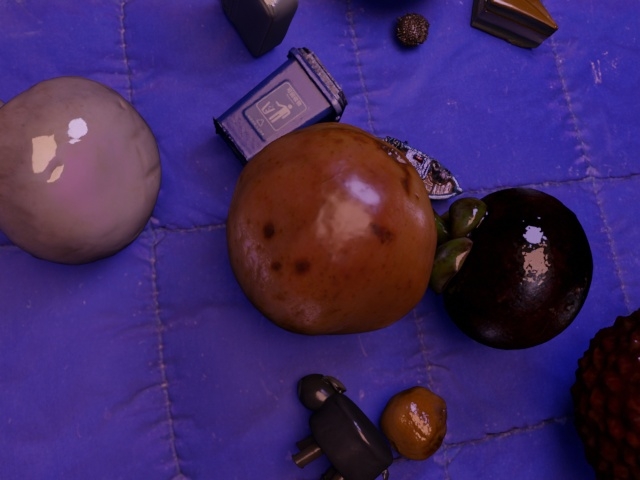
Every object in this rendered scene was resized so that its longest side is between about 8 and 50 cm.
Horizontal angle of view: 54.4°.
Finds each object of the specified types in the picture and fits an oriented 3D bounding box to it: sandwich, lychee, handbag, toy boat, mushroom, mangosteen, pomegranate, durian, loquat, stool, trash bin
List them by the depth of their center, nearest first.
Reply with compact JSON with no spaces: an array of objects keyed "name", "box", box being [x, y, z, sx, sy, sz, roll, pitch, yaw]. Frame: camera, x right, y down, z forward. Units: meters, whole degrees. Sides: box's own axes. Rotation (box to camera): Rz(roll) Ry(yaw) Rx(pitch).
[{"name":"mushroom","box":[-0.422,-0.142,1.039,0.315,0.315,0.356,-31,89,-19]},{"name":"pomegranate","box":[0.000,0.000,1.091,0.410,0.410,0.410,3,76,-14]},{"name":"stool","box":[0.028,0.358,1.132,0.139,0.228,0.153,-40,133,0]},{"name":"lychee","box":[0.698,0.302,1.175,0.424,0.424,0.500,27,57,-7]},{"name":"loquat","box":[0.181,0.343,1.185,0.137,0.113,0.137,3,53,-4]},{"name":"mangosteen","box":[0.353,0.046,1.188,0.330,0.330,0.330,3,76,-14]},{"name":"handbag","box":[-0.145,-0.492,1.212,0.079,0.256,0.219,-38,96,-14]},{"name":"trash bin","box":[-0.081,-0.244,1.228,0.234,0.184,0.162,-38,88,-8]},{"name":"toy boat","box":[0.200,-0.149,1.307,0.223,0.097,0.100,25,75,-7]},{"name":"durian","box":[0.202,-0.475,1.399,0.091,0.080,0.080,39,70,14]},{"name":"sandwich","box":[0.459,-0.559,1.459,0.187,0.117,0.144,18,76,-9]}]
